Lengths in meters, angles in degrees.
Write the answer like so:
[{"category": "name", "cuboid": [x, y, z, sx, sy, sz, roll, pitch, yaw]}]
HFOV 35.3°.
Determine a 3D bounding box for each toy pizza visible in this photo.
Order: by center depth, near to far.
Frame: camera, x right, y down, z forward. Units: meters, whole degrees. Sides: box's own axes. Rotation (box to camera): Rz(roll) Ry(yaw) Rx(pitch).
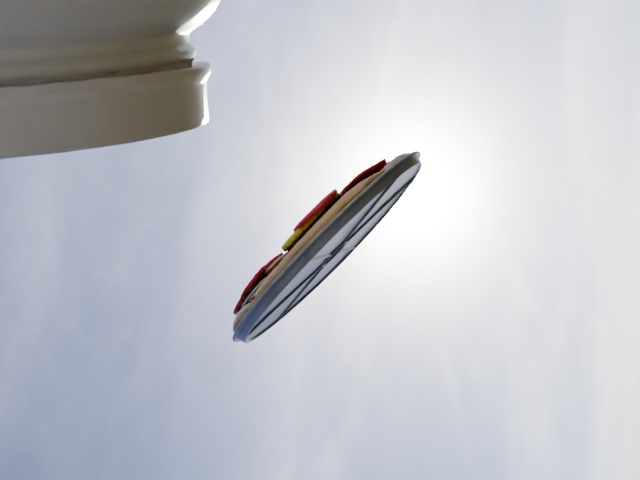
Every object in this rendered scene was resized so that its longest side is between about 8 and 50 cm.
[{"category": "toy pizza", "cuboid": [0.000, 0.000, 0.768, 0.201, 0.032, 0.201, -45, -7, -7]}]

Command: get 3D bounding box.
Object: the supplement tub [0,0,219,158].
[{"category": "supplement tub", "cuboid": [-0.172, -0.217, 0.505, 0.241, 0.241, 0.331, -28, -64, -60]}]
